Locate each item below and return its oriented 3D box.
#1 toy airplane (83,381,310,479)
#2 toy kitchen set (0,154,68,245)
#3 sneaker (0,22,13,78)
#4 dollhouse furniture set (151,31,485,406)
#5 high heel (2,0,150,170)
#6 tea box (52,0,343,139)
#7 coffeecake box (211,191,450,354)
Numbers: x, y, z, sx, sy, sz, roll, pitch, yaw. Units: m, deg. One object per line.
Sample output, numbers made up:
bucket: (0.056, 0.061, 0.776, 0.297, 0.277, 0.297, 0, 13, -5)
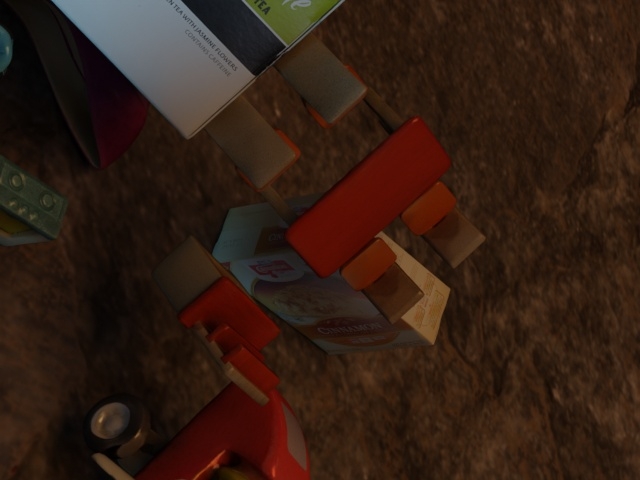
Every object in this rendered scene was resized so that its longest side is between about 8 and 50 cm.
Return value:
toy airplane: (-0.116, 0.329, 1.462, 0.386, 0.272, 0.384, -20, 114, -57)
toy kitchen set: (-0.293, 0.016, 1.441, 0.166, 0.122, 0.207, 36, 59, -37)
sneaker: (-0.390, -0.185, 1.359, 0.341, 0.140, 0.125, 15, 74, -43)
dollhouse furniture set: (0.000, 0.000, 1.508, 0.259, 0.135, 0.262, -42, 141, 1)
high heel: (-0.243, -0.170, 1.572, 0.244, 0.082, 0.117, 42, 67, -37)
tea box: (-0.101, -0.325, 1.445, 0.329, 0.323, 0.220, 47, 12, -16)
coffeecake box: (0.010, 0.035, 1.744, 0.185, 0.142, 0.068, 39, 58, -35)
